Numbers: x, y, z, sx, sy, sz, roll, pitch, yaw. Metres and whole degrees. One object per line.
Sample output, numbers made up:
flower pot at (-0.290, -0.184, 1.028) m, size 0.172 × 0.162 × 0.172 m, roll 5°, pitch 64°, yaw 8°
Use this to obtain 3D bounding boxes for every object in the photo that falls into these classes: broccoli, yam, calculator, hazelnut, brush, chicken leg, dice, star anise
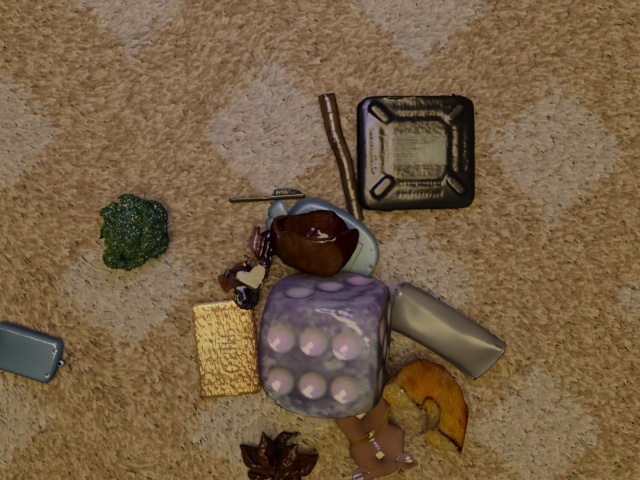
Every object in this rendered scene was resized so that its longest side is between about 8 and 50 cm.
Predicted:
broccoli at (-0.453, -0.020, 1.554) m, size 0.156 × 0.195 × 0.195 m, roll -19°, pitch 95°, yaw 36°
yam at (0.053, -0.203, 1.595) m, size 0.045 × 0.045 × 0.326 m, roll -11°, pitch 96°, yaw 34°
calculator at (-0.749, 0.283, 1.625) m, size 0.210 × 0.039 × 0.121 m, roll 18°, pitch 96°, yaw -2°
calculator at (0.000, 0.000, 1.597) m, size 0.303 × 0.042 × 0.188 m, roll 26°, pitch 103°, yaw 1°
hazelnut at (-0.020, -0.003, 1.484) m, size 0.202 × 0.170 × 0.160 m, roll 28°, pitch 90°, yaw 5°
brush at (-0.133, -0.113, 1.605) m, size 0.191 × 0.034 × 0.027 m, roll -5°, pitch 85°, yaw 0°
chicken leg at (-0.095, 0.514, 1.656) m, size 0.083 × 0.021 × 0.036 m, roll -44°, pitch 86°, yaw 5°
dice at (0.017, 0.230, 1.485) m, size 0.270 × 0.271 × 0.270 m, roll 4°, pitch 105°, yaw 13°
star anise at (-0.107, 0.570, 1.611) m, size 0.196 × 0.111 × 0.212 m, roll -32°, pitch 98°, yaw 9°

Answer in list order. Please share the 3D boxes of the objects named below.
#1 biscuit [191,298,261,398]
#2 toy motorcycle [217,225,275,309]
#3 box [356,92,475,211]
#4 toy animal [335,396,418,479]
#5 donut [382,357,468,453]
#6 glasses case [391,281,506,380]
biscuit at (-0.238, 0.273, 1.633) m, size 0.160 × 0.030 × 0.249 m, roll -6°, pitch 94°, yaw -1°
toy motorcycle at (-0.178, 0.062, 1.586) m, size 0.118 × 0.084 × 0.212 m, roll 25°, pitch 95°, yaw 6°
box at (0.234, -0.215, 1.576) m, size 0.290 × 0.073 × 0.288 m, roll -1°, pitch 93°, yaw -5°
toy animal at (0.123, 0.462, 1.600) m, size 0.165 × 0.149 × 0.248 m, roll -27°, pitch 82°, yaw 16°
donut at (0.274, 0.391, 1.592) m, size 0.259 × 0.101 × 0.152 m, roll 47°, pitch 51°, yaw -8°
glasses case at (0.303, 0.226, 1.610) m, size 0.308 × 0.083 × 0.128 m, roll 32°, pitch 99°, yaw -3°
